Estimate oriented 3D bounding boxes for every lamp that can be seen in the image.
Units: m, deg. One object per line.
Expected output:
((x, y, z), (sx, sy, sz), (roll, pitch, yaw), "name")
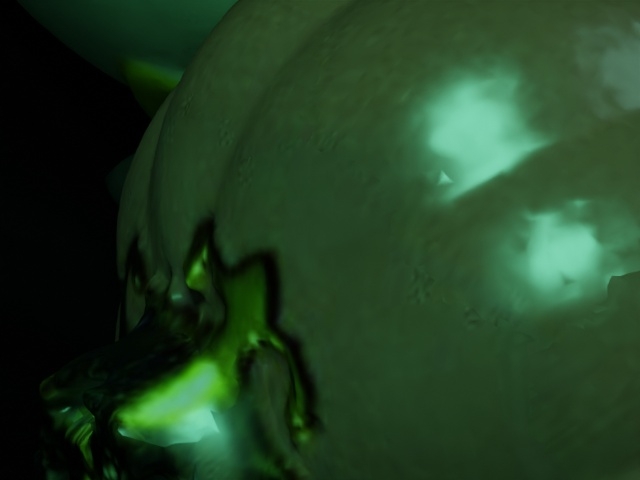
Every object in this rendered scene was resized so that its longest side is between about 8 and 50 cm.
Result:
((0.035, 0.054, 0.579), (0.239, 0.305, 0.305), (-18, 63, -26), "lamp")

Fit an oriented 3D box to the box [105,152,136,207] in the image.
((-0.043, 0.003, 0.878), (0.125, 0.027, 0.126), (52, 15, -1), "box")

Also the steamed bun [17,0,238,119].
((-0.038, -0.230, 0.865), (0.334, 0.334, 0.374), (37, 13, -44), "steamed bun")
